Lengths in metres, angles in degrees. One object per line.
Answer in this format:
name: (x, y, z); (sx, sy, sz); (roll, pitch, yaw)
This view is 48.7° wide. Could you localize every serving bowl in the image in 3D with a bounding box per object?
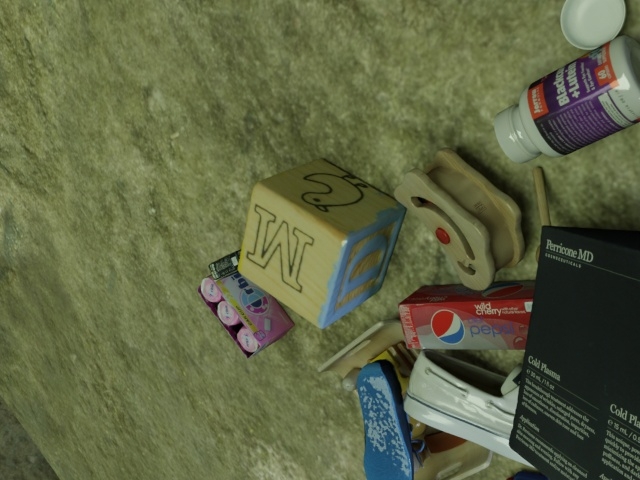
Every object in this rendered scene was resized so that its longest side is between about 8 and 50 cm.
serving bowl: (0.354, -0.287, 0.907); (0.083, 0.027, 0.083); (12, 107, 42)

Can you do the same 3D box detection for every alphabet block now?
alphabet block: (0.000, 0.000, 1.219); (0.197, 0.192, 0.193); (31, 124, 25)

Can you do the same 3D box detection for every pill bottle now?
pill bottle: (0.330, -0.174, 0.924); (0.193, 0.108, 0.108); (-26, 91, 43)

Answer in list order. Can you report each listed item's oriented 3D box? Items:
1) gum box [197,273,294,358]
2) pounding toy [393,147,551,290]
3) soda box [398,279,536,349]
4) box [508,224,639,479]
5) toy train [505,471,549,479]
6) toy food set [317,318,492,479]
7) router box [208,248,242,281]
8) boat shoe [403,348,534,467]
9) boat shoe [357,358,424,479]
gum box: (-0.157, 0.136, 1.461); (0.188, 0.107, 0.062); (51, 132, 11)
pounding toy: (0.255, -0.035, 1.074); (0.269, 0.155, 0.154); (46, 160, 27)
soda box: (0.257, 0.118, 1.119); (0.263, 0.092, 0.083); (-6, 104, 41)
box: (0.404, 0.164, 0.811); (0.343, 0.179, 0.312); (-149, 62, -68)
toy train: (0.355, 0.530, 1.179); (0.105, 0.143, 0.248); (-4, 105, 41)
toy food set: (0.144, 0.313, 1.296); (0.306, 0.092, 0.220); (52, 132, 9)
router box: (-0.147, 0.036, 1.400); (0.092, 0.122, 0.038); (-26, 87, 42)
boat shoe: (0.317, 0.245, 1.104); (0.367, 0.136, 0.156); (16, 102, 27)
boat shoe: (0.130, 0.332, 1.220); (0.109, 0.089, 0.258); (1, 98, 28)
